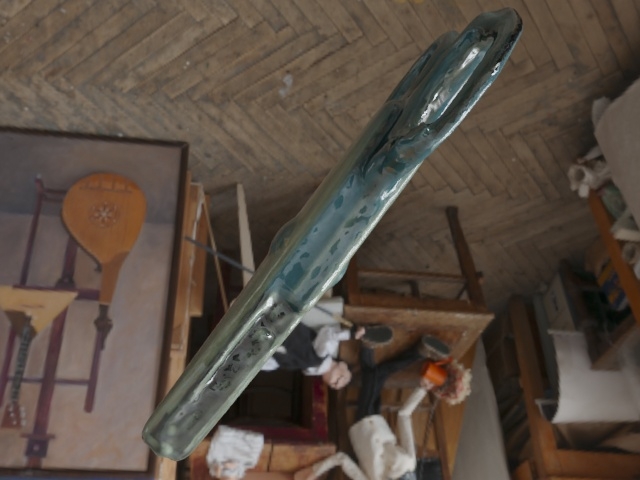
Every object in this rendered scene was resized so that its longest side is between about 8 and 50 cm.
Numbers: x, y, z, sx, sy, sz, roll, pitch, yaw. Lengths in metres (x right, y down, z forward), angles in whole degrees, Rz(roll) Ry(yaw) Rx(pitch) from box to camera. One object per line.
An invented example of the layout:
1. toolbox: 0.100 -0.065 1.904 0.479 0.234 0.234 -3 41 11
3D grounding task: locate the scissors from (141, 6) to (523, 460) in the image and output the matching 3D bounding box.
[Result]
1. scissors: 0.000 0.000 0.374 0.041 0.138 0.289 38 91 -12
